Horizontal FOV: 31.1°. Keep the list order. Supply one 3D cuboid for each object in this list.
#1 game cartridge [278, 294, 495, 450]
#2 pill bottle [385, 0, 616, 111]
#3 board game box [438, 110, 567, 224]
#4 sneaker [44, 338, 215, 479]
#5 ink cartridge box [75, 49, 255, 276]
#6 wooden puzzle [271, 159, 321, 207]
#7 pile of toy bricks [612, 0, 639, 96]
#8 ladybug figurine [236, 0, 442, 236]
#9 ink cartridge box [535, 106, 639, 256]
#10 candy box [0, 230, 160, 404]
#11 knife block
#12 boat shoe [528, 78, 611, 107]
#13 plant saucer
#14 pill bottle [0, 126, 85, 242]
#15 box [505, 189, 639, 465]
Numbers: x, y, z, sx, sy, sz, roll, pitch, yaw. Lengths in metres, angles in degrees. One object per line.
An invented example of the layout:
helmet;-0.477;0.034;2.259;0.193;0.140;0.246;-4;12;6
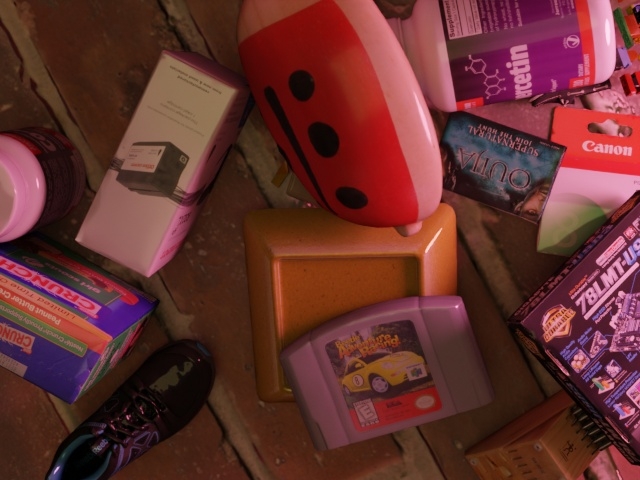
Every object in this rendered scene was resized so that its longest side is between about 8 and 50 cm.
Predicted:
game cartridge;0.096;0.193;1.741;0.294;0.060;0.196;-18;102;11
pill bottle;0.255;-0.291;1.678;0.323;0.181;0.182;-11;97;8
board game box;0.267;-0.115;1.757;0.186;0.026;0.126;22;100;19
sneaker;-0.303;0.299;1.850;0.125;0.139;0.341;45;99;0
ink cartridge box;-0.224;-0.121;1.734;0.129;0.223;0.307;28;101;1
wooden puzzle;-0.015;-0.094;1.814;0.116;0.014;0.079;29;112;11
pile of toy bricks;0.489;-0.319;1.701;0.105;0.118;0.212;-12;80;-20
ladybug figurine;0.017;-0.198;1.644;0.162;0.305;0.449;-30;93;-20
ink cartridge box;0.433;-0.082;1.757;0.181;0.056;0.225;7;101;5
candy box;-0.417;0.101;1.741;0.268;0.317;0.122;29;101;1
knife block;0.391;0.287;1.813;0.088;0.242;0.275;55;145;-2
boat shoe;0.379;-0.224;1.745;0.125;0.046;0.038;-22;91;1
plant saucer;0.047;0.116;1.789;0.332;0.081;0.333;-1;108;7
pill bottle;-0.471;-0.085;1.736;0.161;0.283;0.161;1;99;6
box;0.472;0.126;1.684;0.295;0.073;0.293;-44;95;-11
